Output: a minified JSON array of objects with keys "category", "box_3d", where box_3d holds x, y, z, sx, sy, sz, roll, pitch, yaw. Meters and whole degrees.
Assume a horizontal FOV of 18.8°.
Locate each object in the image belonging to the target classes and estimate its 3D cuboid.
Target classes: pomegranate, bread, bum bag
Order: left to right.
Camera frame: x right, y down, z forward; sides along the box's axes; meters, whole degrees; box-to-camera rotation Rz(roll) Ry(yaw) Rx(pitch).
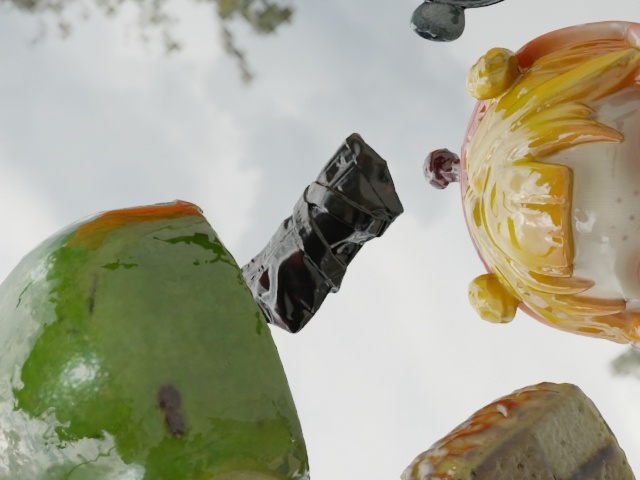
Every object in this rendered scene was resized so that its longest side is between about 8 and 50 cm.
[{"category":"pomegranate","box_3d":[-0.093,0.108,0.986,0.241,0.159,0.190,65,168,-1]},{"category":"bum bag","box_3d":[-0.001,0.000,1.090,0.058,0.124,0.034,48,-153,24]},{"category":"bread","box_3d":[0.168,0.227,1.610,0.222,0.096,0.181,-29,-83,-45]}]

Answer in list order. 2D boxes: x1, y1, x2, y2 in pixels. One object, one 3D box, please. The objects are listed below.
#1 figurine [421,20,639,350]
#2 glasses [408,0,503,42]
[{"category":"figurine","box_3d":[0.234,-0.039,1.302,0.196,0.323,0.320,-95,4,-78]},{"category":"glasses","box_3d":[0.107,-0.188,0.999,0.268,0.234,0.118,-16,-91,-70]}]
